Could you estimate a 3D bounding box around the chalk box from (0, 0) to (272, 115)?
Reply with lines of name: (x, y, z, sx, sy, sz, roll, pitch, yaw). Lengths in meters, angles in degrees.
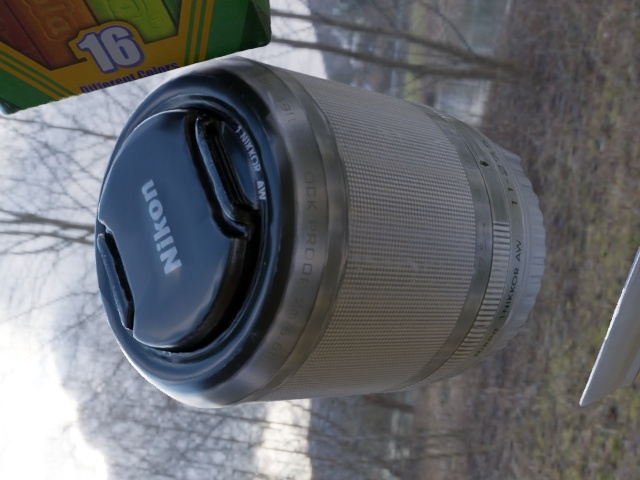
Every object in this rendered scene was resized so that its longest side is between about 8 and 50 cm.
chalk box: (-0.154, -0.240, 0.477, 0.289, 0.180, 0.179, 63, -163, -53)

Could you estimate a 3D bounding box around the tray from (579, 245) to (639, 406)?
tray: (0.247, 0.020, 0.638, 0.145, 0.030, 0.270, -49, -25, -21)

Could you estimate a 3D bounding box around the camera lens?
camera lens: (0.000, 0.000, 0.637, 0.274, 0.219, 0.219, 5, -87, -45)
